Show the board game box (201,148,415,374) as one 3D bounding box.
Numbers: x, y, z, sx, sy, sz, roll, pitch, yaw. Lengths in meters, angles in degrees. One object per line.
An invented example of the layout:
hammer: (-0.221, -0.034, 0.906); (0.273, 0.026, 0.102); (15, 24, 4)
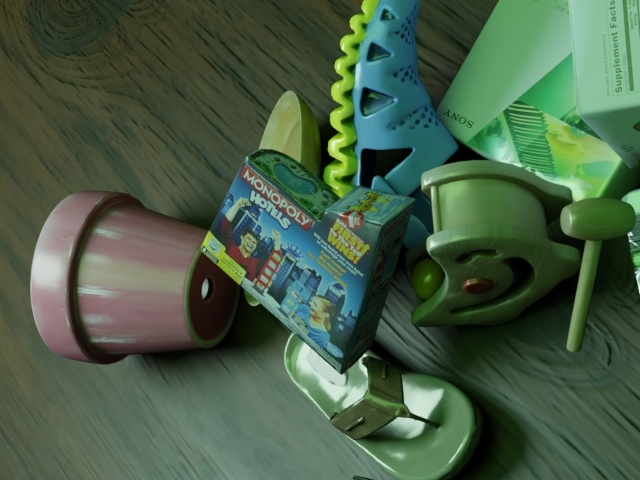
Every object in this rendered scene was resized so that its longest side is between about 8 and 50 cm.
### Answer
board game box: (0.000, 0.000, 1.367); (0.194, 0.060, 0.194); (41, 135, 9)

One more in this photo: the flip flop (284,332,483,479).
flip flop: (0.048, 0.155, 1.438); (0.277, 0.080, 0.112); (33, 95, 42)

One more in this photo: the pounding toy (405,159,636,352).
pounding toy: (0.154, 0.029, 1.299); (0.269, 0.154, 0.155); (131, 141, -57)

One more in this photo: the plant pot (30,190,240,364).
plant pot: (-0.198, 0.049, 1.618); (0.180, 0.201, 0.201); (6, 77, 24)

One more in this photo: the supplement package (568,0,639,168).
supplement package: (0.359, -0.191, 1.194); (0.262, 0.199, 0.198); (-7, 77, 24)

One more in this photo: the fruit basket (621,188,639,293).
fruit basket: (0.427, 0.085, 1.140); (0.327, 0.165, 0.353); (-19, 78, 33)

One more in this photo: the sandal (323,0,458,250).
sandal: (0.078, -0.106, 1.451); (0.138, 0.126, 0.318); (11, 111, 15)

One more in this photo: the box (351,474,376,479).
box: (0.081, 0.340, 1.367); (0.184, 0.045, 0.191); (11, 80, 39)

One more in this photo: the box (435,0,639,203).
box: (0.274, -0.203, 1.409); (0.232, 0.058, 0.322); (33, 97, 42)

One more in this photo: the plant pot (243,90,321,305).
plant pot: (-0.041, -0.043, 1.550); (0.236, 0.032, 0.236); (-169, 90, -76)
